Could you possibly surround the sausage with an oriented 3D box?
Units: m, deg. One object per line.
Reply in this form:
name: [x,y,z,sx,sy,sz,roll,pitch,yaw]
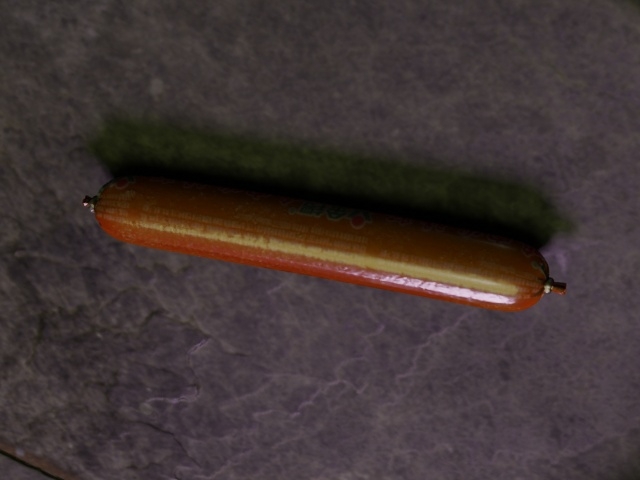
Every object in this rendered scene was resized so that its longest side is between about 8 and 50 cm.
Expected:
sausage: [0.000,0.000,1.150,0.347,0.053,0.053,10,130,8]
